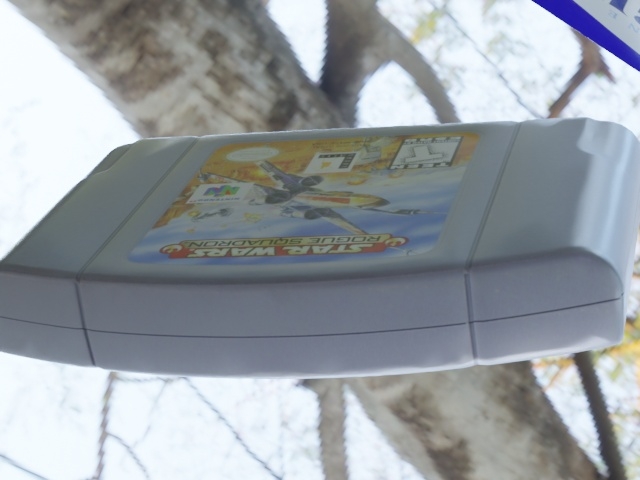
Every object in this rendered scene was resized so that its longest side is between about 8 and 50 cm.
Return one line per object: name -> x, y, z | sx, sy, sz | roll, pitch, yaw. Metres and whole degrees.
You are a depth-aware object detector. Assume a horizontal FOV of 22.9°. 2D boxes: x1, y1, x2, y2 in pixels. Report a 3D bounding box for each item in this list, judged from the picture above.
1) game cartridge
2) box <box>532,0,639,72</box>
game cartridge -> 0.000, 0.000, 0.754 | 0.297, 0.062, 0.198 | -2, -161, 15
box -> 0.106, -0.107, 0.442 | 0.126, 0.137, 0.072 | 38, -102, 18
